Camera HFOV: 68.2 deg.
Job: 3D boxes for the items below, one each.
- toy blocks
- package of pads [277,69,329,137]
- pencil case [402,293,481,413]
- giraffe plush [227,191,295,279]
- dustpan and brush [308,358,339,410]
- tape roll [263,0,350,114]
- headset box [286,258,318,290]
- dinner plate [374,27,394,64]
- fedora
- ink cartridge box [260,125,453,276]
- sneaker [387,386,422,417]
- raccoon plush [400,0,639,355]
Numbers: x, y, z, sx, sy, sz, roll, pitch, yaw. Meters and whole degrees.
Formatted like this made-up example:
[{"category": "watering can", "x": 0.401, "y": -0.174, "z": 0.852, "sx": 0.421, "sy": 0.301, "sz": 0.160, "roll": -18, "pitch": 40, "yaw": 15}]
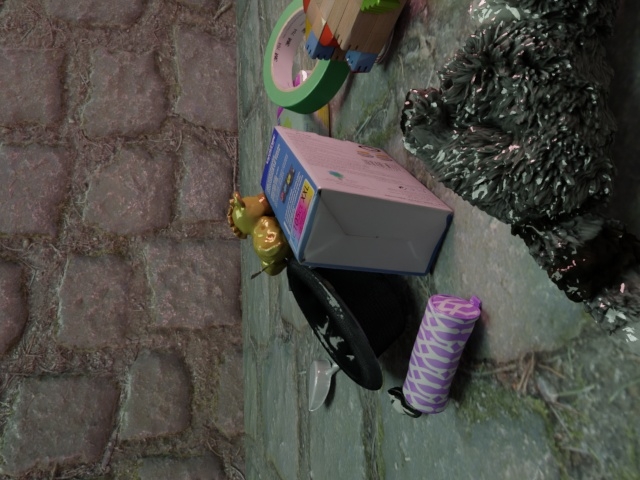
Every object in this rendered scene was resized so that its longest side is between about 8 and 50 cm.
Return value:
[{"category": "toy blocks", "x": 0.044, "y": -0.524, "z": 1.052, "sx": 0.261, "sy": 0.190, "sz": 0.381, "roll": -59, "pitch": 46, "yaw": 50}, {"category": "package of pads", "x": -0.063, "y": -0.373, "z": 1.518, "sx": 0.296, "sy": 0.101, "sz": 0.229, "roll": 154, "pitch": 115, "yaw": -69}, {"category": "pencil case", "x": 0.199, "y": 0.189, "z": 0.780, "sx": 0.086, "sy": 0.088, "sz": 0.206, "roll": -119, "pitch": 34, "yaw": -60}, {"category": "giraffe plush", "x": -0.121, "y": -0.029, "z": 1.031, "sx": 0.170, "sy": 0.210, "sz": 0.181, "roll": 50, "pitch": 133, "yaw": 12}, {"category": "dustpan and brush", "x": 0.012, "y": 0.389, "z": 1.358, "sx": 0.211, "sy": 0.060, "sz": 0.147, "roll": 106, "pitch": 169, "yaw": -51}, {"category": "tape roll", "x": -0.038, "y": -0.521, "z": 1.319, "sx": 0.321, "sy": 0.077, "sz": 0.321, "roll": -11, "pitch": 75, "yaw": 46}, {"category": "headset box", "x": 0.000, "y": 0.000, "z": 1.278, "sx": 0.246, "sy": 0.131, "sz": 0.283, "roll": 143, "pitch": 126, "yaw": -65}, {"category": "dinner plate", "x": 0.140, "y": -0.475, "z": 1.080, "sx": 0.141, "sy": 0.017, "sz": 0.141, "roll": 180, "pitch": 90, "yaw": -70}, {"category": "fedora", "x": 0.067, "y": 0.143, "z": 0.993, "sx": 0.334, "sy": 0.152, "sz": 0.334, "roll": 54, "pitch": 163, "yaw": 25}, {"category": "ink cartridge box", "x": 0.042, "y": -0.103, "z": 0.958, "sx": 0.395, "sy": 0.270, "sz": 0.151, "roll": -118, "pitch": 42, "yaw": -54}, {"category": "sneaker", "x": 0.172, "y": 0.328, "z": 0.936, "sx": 0.109, "sy": 0.040, "sz": 0.044, "roll": -168, "pitch": 63, "yaw": -74}, {"category": "raccoon plush", "x": 0.300, "y": -0.144, "z": 0.494, "sx": 0.446, "sy": 0.216, "sz": 0.299, "roll": 48, "pitch": 126, "yaw": 21}]
